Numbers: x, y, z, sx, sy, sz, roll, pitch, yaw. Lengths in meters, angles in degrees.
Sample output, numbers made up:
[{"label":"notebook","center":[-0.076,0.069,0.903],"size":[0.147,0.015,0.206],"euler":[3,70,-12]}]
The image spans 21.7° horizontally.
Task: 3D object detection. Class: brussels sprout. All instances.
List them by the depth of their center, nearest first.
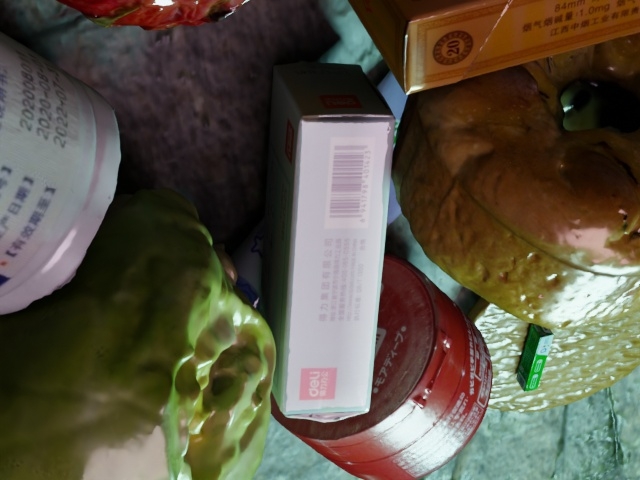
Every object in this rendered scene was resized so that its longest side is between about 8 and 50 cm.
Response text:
[{"label":"brussels sprout","center":[-0.162,0.126,1.308],"size":[0.344,0.344,0.268],"euler":[-38,106,13]}]

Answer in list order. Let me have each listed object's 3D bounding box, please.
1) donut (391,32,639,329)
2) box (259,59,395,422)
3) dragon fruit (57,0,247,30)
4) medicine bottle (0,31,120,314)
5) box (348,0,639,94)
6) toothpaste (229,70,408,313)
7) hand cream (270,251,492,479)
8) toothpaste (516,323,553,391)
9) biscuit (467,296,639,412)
[{"label":"donut","center":[0.201,-0.075,1.316],"size":[0.317,0.299,0.150],"euler":[-6,144,-33]},{"label":"box","center":[0.000,0.000,1.357],"size":[0.079,0.135,0.269],"euler":[-1,113,-11]},{"label":"dragon fruit","center":[-0.109,-0.251,1.028],"size":[0.241,0.241,0.252],"euler":[-23,134,-5]},{"label":"medicine bottle","center":[-0.313,-0.090,1.119],"size":[0.190,0.190,0.332],"euler":[-43,136,17]},{"label":"box","center":[0.157,-0.218,1.243],"size":[0.274,0.174,0.076],"euler":[-16,137,-13]},{"label":"toothpaste","center":[-0.007,-0.008,1.465],"size":[0.371,0.080,0.125],"euler":[-48,131,11]},{"label":"hand cream","center":[0.051,0.117,1.523],"size":[0.193,0.193,0.125],"euler":[-36,137,10]},{"label":"toothpaste","center":[0.216,0.118,1.679],"size":[0.017,0.020,0.083],"euler":[-11,137,-20]},{"label":"biscuit","center":[0.255,0.080,1.705],"size":[0.262,0.037,0.262],"euler":[-15,137,-14]}]
